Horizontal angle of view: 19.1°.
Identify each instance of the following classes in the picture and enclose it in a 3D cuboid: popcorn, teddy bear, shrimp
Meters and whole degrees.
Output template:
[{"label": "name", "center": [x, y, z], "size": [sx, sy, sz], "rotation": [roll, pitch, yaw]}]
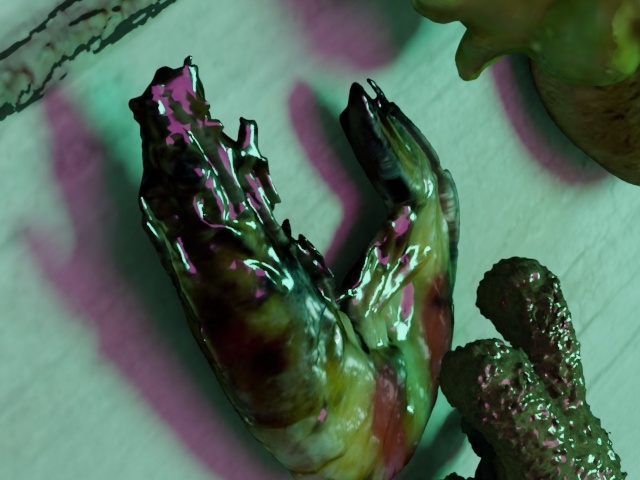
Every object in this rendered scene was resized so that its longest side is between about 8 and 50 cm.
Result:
[{"label": "popcorn", "center": [0.145, -0.219, 1.126], "size": [0.256, 0.195, 0.255], "rotation": [-9, 113, -14]}, {"label": "teddy bear", "center": [0.128, 0.151, 1.222], "size": [0.182, 0.129, 0.251], "rotation": [-54, 159, -52]}, {"label": "shrimp", "center": [0.000, 0.000, 1.122], "size": [0.233, 0.071, 0.365], "rotation": [-59, 139, -29]}]

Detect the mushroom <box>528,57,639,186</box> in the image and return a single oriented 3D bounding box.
[{"label": "mushroom", "center": [0.261, -0.166, 1.327], "size": [0.278, 0.146, 0.278], "rotation": [-12, 116, -26]}]
